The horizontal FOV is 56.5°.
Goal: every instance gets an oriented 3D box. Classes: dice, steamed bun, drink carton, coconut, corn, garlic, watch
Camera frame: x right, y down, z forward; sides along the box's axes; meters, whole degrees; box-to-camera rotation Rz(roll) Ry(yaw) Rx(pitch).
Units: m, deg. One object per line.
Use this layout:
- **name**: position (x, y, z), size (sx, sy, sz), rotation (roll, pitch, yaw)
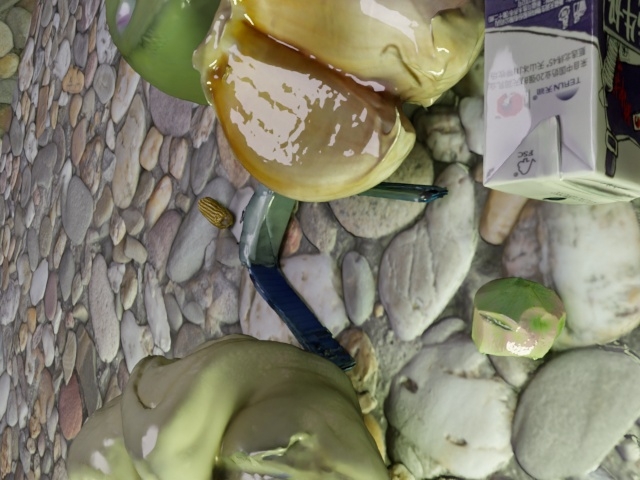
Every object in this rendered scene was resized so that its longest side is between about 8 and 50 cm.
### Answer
- **dice**: position (-0.148, -0.362, 0.858), size (0.252, 0.255, 0.249), rotation (-39, 61, 38)
- **steamed bun**: position (-0.085, 0.240, 0.695), size (0.352, 0.339, 0.247), rotation (-37, 22, 52)
- **drink carton**: position (0.216, -0.146, 0.503), size (0.102, 0.134, 0.222), rotation (-1, 85, 48)
- **coconut**: position (0.185, 0.072, 0.558), size (0.083, 0.082, 0.081), rotation (-74, -14, -57)
- **corn**: position (-0.182, -0.048, 1.024), size (0.092, 0.037, 0.037), rotation (39, 114, 43)
- **garlic**: position (0.019, -0.194, 0.666), size (0.313, 0.249, 0.286), rotation (22, 74, 23)
- **watch**: position (0.002, -0.013, 0.785), size (0.274, 0.068, 0.276), rotation (46, 119, 42)
